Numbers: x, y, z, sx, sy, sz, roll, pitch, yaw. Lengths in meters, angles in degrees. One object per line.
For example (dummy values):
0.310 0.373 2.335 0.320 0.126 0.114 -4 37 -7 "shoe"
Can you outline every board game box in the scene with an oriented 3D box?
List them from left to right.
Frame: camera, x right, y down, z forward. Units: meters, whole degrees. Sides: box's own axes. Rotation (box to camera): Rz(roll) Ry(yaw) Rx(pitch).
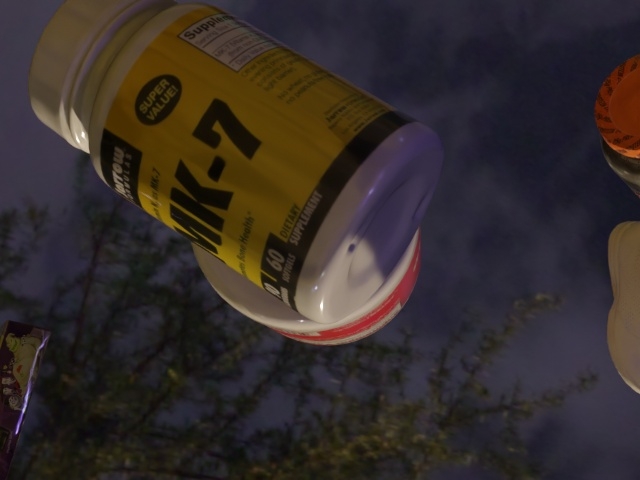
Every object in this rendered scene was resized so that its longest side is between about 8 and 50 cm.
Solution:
-0.346 0.195 1.153 0.347 0.056 0.208 158 -56 -68 "board game box"

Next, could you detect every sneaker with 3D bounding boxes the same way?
0.392 0.082 1.315 0.094 0.080 0.212 177 -95 -67 "sneaker"

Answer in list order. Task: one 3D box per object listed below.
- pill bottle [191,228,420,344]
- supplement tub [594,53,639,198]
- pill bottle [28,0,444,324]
0.000 0.000 1.260 0.229 0.407 0.229 -1 -98 5 "pill bottle"
0.316 -0.079 0.964 0.117 0.190 0.117 -18 -123 31 "supplement tub"
-0.049 -0.056 0.609 0.208 0.119 0.119 32 -81 18 "pill bottle"
